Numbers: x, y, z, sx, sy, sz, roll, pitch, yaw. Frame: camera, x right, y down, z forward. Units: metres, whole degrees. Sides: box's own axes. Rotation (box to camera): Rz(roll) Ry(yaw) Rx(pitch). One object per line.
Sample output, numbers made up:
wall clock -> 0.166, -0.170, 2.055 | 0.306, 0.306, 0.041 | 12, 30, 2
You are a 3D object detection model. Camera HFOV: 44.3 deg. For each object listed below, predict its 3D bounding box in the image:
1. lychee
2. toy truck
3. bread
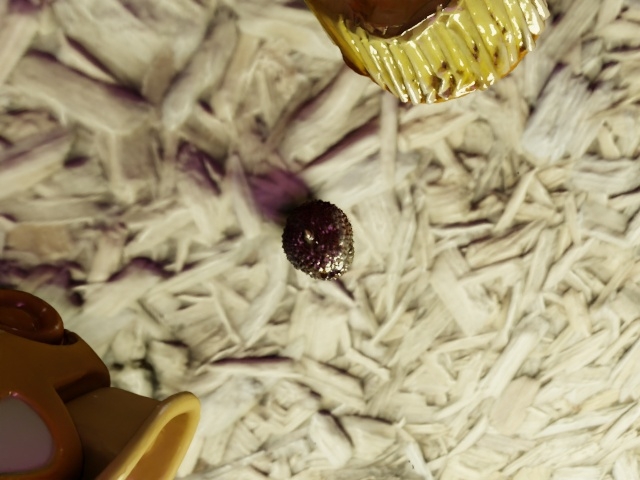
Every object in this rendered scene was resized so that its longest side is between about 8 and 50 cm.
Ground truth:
lychee -> 0.000, 0.000, 0.697 | 0.067, 0.068, 0.083 | -50, 156, -7
toy truck -> -0.242, 0.169, 0.583 | 0.212, 0.288, 0.204 | 30, 107, 11
bread -> 0.064, -0.177, 0.549 | 0.132, 0.190, 0.114 | -38, 135, 4
